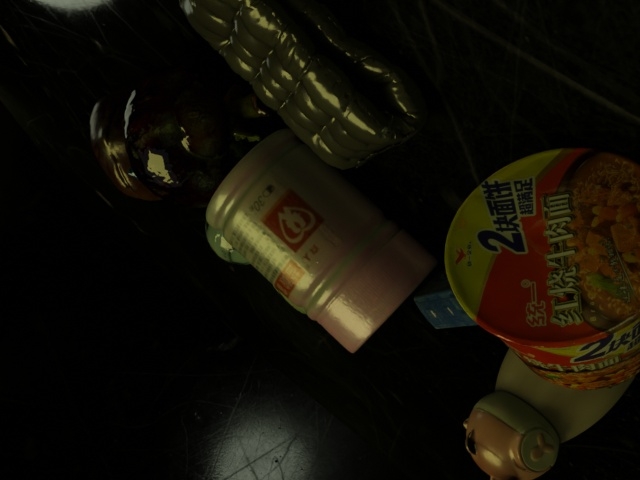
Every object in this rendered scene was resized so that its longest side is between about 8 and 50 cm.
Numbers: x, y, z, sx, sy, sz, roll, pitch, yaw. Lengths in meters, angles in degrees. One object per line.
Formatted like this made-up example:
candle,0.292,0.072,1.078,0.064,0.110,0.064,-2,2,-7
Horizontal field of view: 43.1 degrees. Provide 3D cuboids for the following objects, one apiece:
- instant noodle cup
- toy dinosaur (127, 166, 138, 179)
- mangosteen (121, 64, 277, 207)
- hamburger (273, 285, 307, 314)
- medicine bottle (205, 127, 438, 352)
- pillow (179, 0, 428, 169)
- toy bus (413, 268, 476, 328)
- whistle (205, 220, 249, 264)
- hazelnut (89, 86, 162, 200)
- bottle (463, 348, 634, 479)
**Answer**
instant noodle cup,0.248,0.042,0.793,0.213,0.213,0.174,30,167,39
toy dinosaur,-0.200,-0.109,1.487,0.247,0.188,0.075,44,170,-8
mangosteen,-0.174,-0.170,1.280,0.289,0.231,0.231,-8,134,29
hamburger,-0.051,0.118,1.914,0.133,0.062,0.140,53,164,-24
medicine bottle,0.000,0.000,1.250,0.316,0.202,0.202,42,164,8
pillow,-0.031,-0.224,0.964,0.326,0.101,0.228,48,167,-7
toy bus,0.213,0.074,1.112,0.079,0.094,0.236,45,164,-5
whistle,-0.150,-0.009,1.667,0.163,0.163,0.290,35,161,27
hazelnut,-0.346,-0.194,1.572,0.229,0.229,0.229,40,163,14
bottle,0.278,0.205,1.031,0.147,0.236,0.147,39,162,15
